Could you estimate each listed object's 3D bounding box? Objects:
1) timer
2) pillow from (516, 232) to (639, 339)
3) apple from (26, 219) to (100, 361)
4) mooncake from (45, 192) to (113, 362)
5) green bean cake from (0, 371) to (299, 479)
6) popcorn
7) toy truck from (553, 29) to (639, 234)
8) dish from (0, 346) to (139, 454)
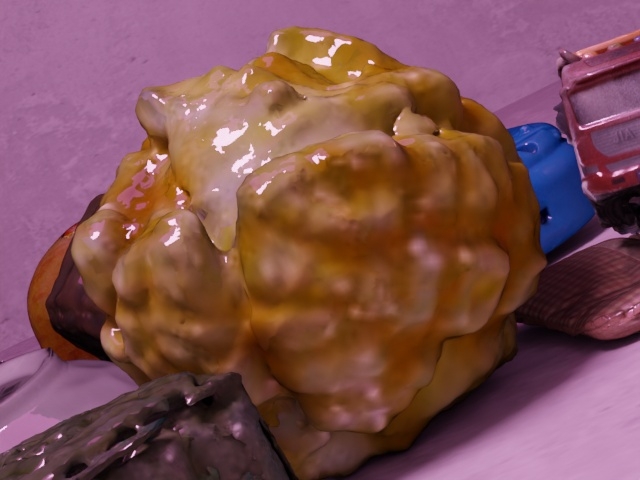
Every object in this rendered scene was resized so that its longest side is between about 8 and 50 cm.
[{"bbox_3d":[0.084,0.002,1.379,0.309,0.115,0.340,-32,8,-21],"label":"timer"},{"bbox_3d":[0.203,0.029,1.002,0.135,0.034,0.211,-25,7,-16],"label":"pillow"},{"bbox_3d":[-0.189,0.069,1.479,0.188,0.211,0.211,-27,5,27],"label":"apple"},{"bbox_3d":[-0.109,0.063,1.188,0.124,0.228,0.228,-64,19,-17],"label":"mooncake"},{"bbox_3d":[-0.150,0.178,0.772,0.241,0.132,0.255,-34,9,-32],"label":"green bean cake"},{"bbox_3d":[0.006,-0.003,0.960,0.335,0.274,0.279,-31,10,-40],"label":"popcorn"},{"bbox_3d":[0.248,-0.082,1.095,0.114,0.135,0.270,-19,-7,16],"label":"toy truck"},{"bbox_3d":[-0.232,0.166,1.094,0.303,0.120,0.303,-27,13,7],"label":"dish"}]
